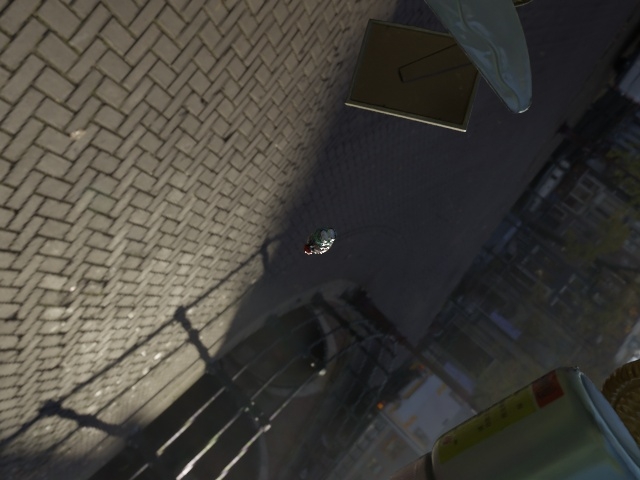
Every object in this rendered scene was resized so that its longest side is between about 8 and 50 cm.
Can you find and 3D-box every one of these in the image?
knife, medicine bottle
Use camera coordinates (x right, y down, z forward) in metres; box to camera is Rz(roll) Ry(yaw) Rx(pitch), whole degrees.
[{"bbox_3d":[0.103,-0.263,0.572,0.080,0.331,0.044,-43,-178,25],"label":"knife"},{"bbox_3d":[0.190,0.234,0.598,0.225,0.139,0.139,-38,167,18],"label":"medicine bottle"}]

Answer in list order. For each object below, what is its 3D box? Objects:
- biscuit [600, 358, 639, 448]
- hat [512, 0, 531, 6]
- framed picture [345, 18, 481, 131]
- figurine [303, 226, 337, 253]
[{"bbox_3d":[0.548,0.284,0.905,0.079,0.259,0.259,-19,150,-33],"label":"biscuit"},{"bbox_3d":[0.282,-0.434,0.947,0.146,0.146,0.067,-49,-166,3],"label":"hat"},{"bbox_3d":[0.221,-0.386,1.406,0.020,0.290,0.211,10,96,-76],"label":"framed picture"},{"bbox_3d":[0.000,0.000,1.239,0.060,0.047,0.106,-32,177,-17],"label":"figurine"}]
